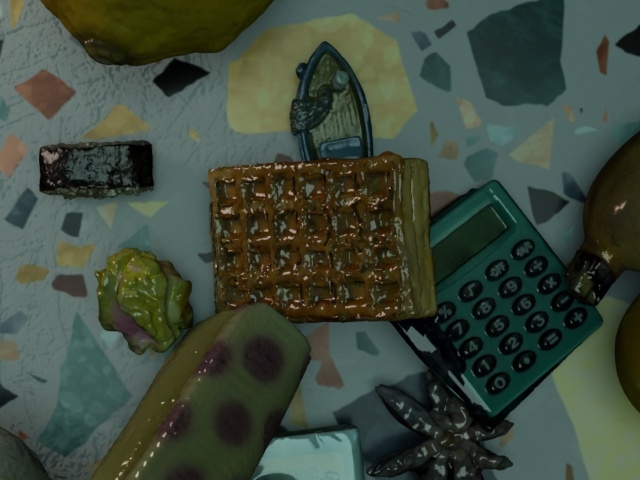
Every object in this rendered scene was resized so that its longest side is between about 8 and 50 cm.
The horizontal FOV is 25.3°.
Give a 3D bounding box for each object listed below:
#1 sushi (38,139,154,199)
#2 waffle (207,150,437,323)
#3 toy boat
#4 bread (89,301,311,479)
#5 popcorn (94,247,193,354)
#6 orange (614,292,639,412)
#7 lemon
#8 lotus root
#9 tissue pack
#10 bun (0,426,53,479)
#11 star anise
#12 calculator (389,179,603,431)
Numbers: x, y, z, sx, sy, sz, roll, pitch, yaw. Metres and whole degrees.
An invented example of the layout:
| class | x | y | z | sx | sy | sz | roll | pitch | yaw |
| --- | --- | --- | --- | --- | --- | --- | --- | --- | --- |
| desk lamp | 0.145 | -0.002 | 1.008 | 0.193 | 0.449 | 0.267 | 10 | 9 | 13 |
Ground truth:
| class | x | y | z | sx | sy | sz | roll | pitch | yaw |
| --- | --- | --- | --- | --- | --- | --- | --- | --- | --- |
| sushi | -0.295 | -0.092 | 1.880 | 0.150 | 0.090 | 0.078 | -1 | 94 | -5 |
| waffle | -0.001 | 0.000 | 1.808 | 0.308 | 0.091 | 0.213 | -2 | 94 | 34 |
| toy boat | 0.017 | -0.145 | 1.891 | 0.109 | 0.098 | 0.238 | -9 | 90 | -6 |
| bread | -0.154 | 0.248 | 1.756 | 0.155 | 0.187 | 0.338 | 46 | 53 | -18 |
| popcorn | -0.231 | 0.077 | 1.863 | 0.126 | 0.125 | 0.145 | -32 | 107 | -23 |
| orange | 0.515 | 0.142 | 1.825 | 0.279 | 0.279 | 0.235 | -19 | 60 | -3 |
| lemon | -0.202 | -0.390 | 1.758 | 0.349 | 0.350 | 0.387 | 24 | 80 | -3 |
| lotus root | 0.432 | -0.040 | 1.870 | 0.310 | 0.183 | 0.183 | -44 | 92 | -1 |
| tissue pack | -0.023 | 0.384 | 1.893 | 0.177 | 0.089 | 0.263 | -6 | 88 | -3 |
| bun | -0.432 | 0.389 | 1.767 | 0.211 | 0.362 | 0.362 | 8 | 89 | -37 |
| star anise | 0.164 | 0.263 | 1.896 | 0.229 | 0.093 | 0.236 | 33 | 82 | 0 |
| calculator | 0.216 | 0.081 | 1.877 | 0.248 | 0.058 | 0.274 | -36 | 86 | -21 |
